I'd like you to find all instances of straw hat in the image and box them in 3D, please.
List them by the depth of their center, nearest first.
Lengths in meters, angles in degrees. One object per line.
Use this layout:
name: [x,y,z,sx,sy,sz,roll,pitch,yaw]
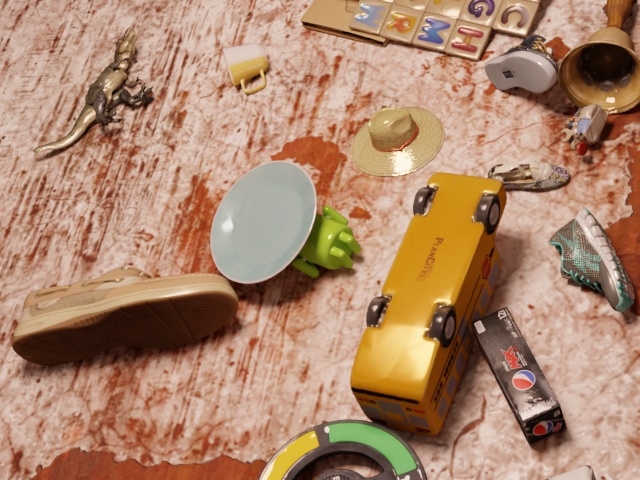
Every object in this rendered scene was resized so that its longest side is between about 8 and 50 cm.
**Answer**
straw hat: [0.105,-0.163,2.044,0.144,0.061,0.144,-11,50,14]

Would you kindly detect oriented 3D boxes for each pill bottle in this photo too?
pill bottle: [-0.128,-0.020,2.036,0.043,0.043,0.083,-7,52,17]

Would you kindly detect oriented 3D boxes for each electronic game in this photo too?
electronic game: [0.021,0.323,1.708,0.229,0.048,0.229,-11,50,13]

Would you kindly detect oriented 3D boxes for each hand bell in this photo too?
hand bell: [0.428,-0.304,2.019,0.126,0.126,0.242,1,41,22]

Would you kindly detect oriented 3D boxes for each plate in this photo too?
plate: [-0.076,-0.024,1.959,0.188,0.024,0.188,-18,58,32]

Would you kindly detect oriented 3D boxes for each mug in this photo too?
mug: [-0.116,-0.281,2.235,0.064,0.078,0.062,-19,16,-5]

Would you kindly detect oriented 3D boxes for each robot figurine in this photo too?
robot figurine: [0.000,0.000,1.954,0.115,0.067,0.101,20,75,33]

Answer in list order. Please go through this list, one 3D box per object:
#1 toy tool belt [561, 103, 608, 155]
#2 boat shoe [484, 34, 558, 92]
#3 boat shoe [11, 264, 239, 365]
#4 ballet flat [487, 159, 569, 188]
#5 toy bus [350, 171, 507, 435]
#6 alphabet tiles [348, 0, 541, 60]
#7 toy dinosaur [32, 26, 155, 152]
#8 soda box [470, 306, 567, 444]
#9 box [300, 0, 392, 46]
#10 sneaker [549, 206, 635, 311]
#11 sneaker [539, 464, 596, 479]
toy tool belt: [0.364,-0.153,1.948,0.051,0.052,0.083,3,57,53]
boat shoe: [0.307,-0.261,1.996,0.083,0.065,0.183,-37,16,-11]
boat shoe: [-0.278,0.085,1.962,0.341,0.121,0.110,-11,52,15]
ballet flat: [0.286,-0.093,1.932,0.114,0.041,0.041,-3,53,19]
toy bus: [0.149,0.074,1.796,0.108,0.130,0.332,8,57,28]
alphabet tiles: [0.197,-0.433,2.188,0.343,0.011,0.285,18,77,25]
toy dinosaur: [-0.351,-0.230,2.281,0.118,0.064,0.268,16,63,38]
soda box: [0.246,0.167,1.732,0.053,0.060,0.169,-24,48,1]
box: [0.086,-0.407,2.268,0.164,0.021,0.201,19,62,32]
sneaker: [0.350,0.037,1.804,0.076,0.065,0.166,-34,44,16]
sneaker: [0.325,0.349,1.537,0.091,0.094,0.258,-32,48,1]
